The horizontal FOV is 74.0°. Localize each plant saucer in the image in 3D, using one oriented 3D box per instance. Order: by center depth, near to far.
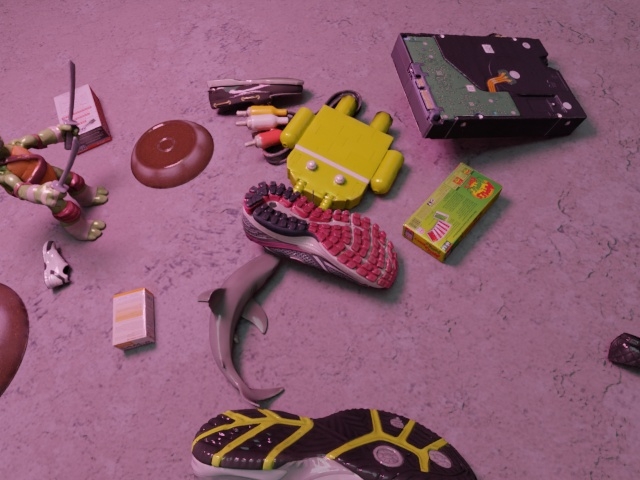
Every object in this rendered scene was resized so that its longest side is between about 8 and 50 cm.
[{"bbox_3d":[-0.706,0.208,0.785,0.311,0.050,0.310,-4,61,7],"label":"plant saucer"},{"bbox_3d":[-0.345,-0.209,0.968,0.199,0.036,0.198,-4,61,7],"label":"plant saucer"}]

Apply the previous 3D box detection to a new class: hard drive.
[{"bbox_3d":[0.332,-0.313,0.858,0.339,0.064,0.236,-5,63,-16],"label":"hard drive"}]

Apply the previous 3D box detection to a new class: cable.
[{"bbox_3d":[-0.037,-0.260,0.932,0.287,0.072,0.139,-17,66,-2],"label":"cable"}]

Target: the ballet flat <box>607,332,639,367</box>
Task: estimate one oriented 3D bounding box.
[{"bbox_3d":[0.522,0.196,0.628,0.173,0.057,0.049,28,110,22],"label":"ballet flat"}]

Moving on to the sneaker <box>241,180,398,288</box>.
[{"bbox_3d":[0.000,0.000,0.768,0.299,0.112,0.121,28,52,5],"label":"sneaker"}]

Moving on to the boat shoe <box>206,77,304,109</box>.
[{"bbox_3d":[-0.150,-0.345,0.998,0.228,0.068,0.081,0,22,3],"label":"boat shoe"}]

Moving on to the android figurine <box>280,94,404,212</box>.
[{"bbox_3d":[0.038,-0.175,0.865,0.248,0.056,0.273,29,68,8],"label":"android figurine"}]

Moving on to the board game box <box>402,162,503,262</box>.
[{"bbox_3d":[0.246,-0.055,0.796,0.092,0.043,0.181,38,73,23],"label":"board game box"}]

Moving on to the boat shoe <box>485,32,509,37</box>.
[{"bbox_3d":[0.368,-0.437,0.985,0.152,0.056,0.049,-30,56,-19],"label":"boat shoe"}]

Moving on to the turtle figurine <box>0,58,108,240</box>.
[{"bbox_3d":[-0.480,-0.130,0.810,0.275,0.266,0.198,-40,64,-13],"label":"turtle figurine"}]

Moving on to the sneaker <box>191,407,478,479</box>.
[{"bbox_3d":[0.019,0.331,0.587,0.385,0.145,0.147,6,101,1],"label":"sneaker"}]

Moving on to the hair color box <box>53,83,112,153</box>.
[{"bbox_3d":[-0.583,-0.299,1.039,0.093,0.053,0.167,-26,60,-8],"label":"hair color box"}]

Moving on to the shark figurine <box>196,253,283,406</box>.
[{"bbox_3d":[-0.154,0.140,0.709,0.166,0.116,0.278,-6,59,6],"label":"shark figurine"}]

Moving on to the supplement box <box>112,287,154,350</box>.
[{"bbox_3d":[-0.340,0.143,0.774,0.062,0.036,0.098,-14,61,0],"label":"supplement box"}]

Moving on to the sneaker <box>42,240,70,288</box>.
[{"bbox_3d":[-0.532,0.047,0.858,0.044,0.040,0.109,-15,63,-19],"label":"sneaker"}]
